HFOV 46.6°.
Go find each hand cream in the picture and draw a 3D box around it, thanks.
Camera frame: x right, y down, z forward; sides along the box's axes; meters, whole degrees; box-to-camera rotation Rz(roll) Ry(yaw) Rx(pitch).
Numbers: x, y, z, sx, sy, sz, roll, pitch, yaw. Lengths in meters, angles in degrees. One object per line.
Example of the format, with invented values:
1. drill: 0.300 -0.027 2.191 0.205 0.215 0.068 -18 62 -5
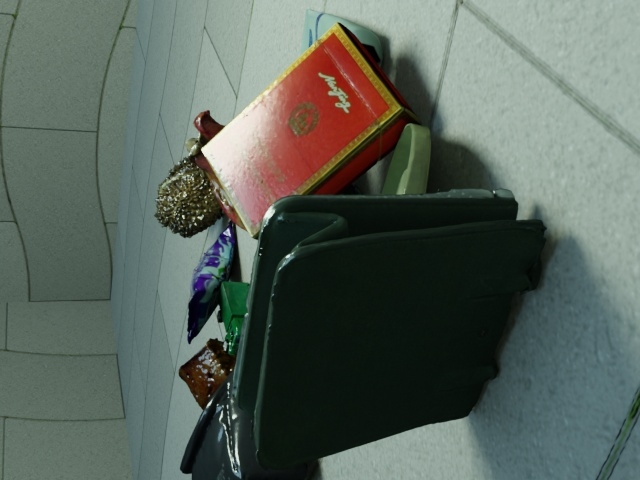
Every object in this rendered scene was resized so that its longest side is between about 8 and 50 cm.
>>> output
1. hand cream: 0.015 -0.280 1.088 0.321 0.067 0.109 -128 41 -68

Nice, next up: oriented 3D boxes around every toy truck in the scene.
1. toy truck: -0.163 0.159 1.485 0.147 0.065 0.079 -113 35 -47

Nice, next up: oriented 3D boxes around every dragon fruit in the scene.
1. dragon fruit: -0.085 -0.124 1.045 0.134 0.211 0.262 111 162 -57

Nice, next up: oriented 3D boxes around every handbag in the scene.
1. handbag: 0.061 0.079 0.675 0.079 0.260 0.248 -123 36 -51
2. handbag: -0.146 0.352 1.288 0.302 0.177 0.275 113 149 -44

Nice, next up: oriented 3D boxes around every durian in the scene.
1. durian: -0.292 -0.108 1.694 0.196 0.167 0.196 -20 65 50

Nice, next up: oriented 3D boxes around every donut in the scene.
1. donut: -0.228 0.295 1.566 0.186 0.144 0.126 -45 65 26

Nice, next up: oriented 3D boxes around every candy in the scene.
1. candy: -0.232 0.084 1.578 0.275 0.070 0.145 -73 -6 -50

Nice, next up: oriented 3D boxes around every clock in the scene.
1. clock: 0.078 -0.012 0.812 0.235 0.029 0.235 -168 90 -89

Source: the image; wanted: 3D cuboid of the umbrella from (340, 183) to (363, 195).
1. umbrella: 0.002 0.000 1.095 0.250 0.053 0.052 117 156 -50

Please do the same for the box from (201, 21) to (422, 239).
1. box: -0.016 -0.126 0.907 0.239 0.074 0.153 -40 61 17
